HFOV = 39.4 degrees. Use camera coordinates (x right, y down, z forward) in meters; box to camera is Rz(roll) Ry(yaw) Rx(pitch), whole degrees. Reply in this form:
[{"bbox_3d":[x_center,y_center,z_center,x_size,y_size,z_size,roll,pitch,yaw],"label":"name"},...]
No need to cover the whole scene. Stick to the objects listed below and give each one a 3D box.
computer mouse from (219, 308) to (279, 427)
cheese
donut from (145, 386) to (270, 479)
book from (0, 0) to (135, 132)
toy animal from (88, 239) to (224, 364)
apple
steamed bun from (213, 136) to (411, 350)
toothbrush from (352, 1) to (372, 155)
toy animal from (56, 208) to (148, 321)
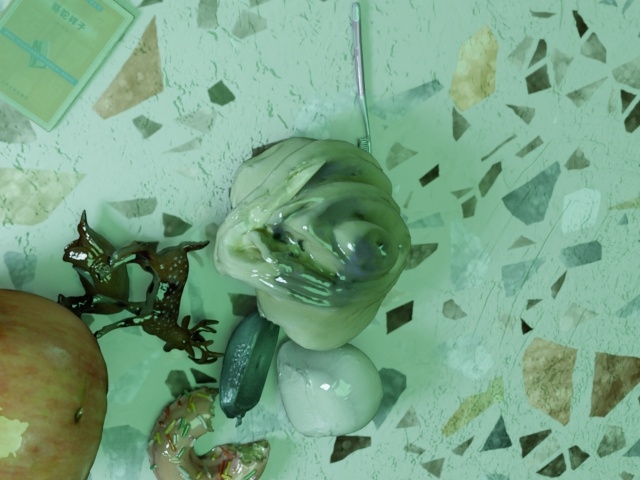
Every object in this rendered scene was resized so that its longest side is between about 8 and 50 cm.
[{"bbox_3d":[-0.140,0.224,1.630,0.113,0.068,0.228,18,89,-63],"label":"computer mouse"},{"bbox_3d":[0.023,0.274,1.656,0.154,0.189,0.198,-34,115,-41],"label":"cheese"},{"bbox_3d":[-0.215,0.399,1.652,0.199,0.085,0.233,-44,110,-3],"label":"donut"},{"bbox_3d":[-0.441,-0.320,1.451,0.170,0.018,0.241,36,90,-21],"label":"book"},{"bbox_3d":[-0.257,0.115,1.512,0.260,0.087,0.243,5,121,-35],"label":"toy animal"},{"bbox_3d":[-0.516,0.254,1.356,0.347,0.391,0.391,14,98,-19],"label":"apple"},{"bbox_3d":[0.000,0.000,1.529,0.339,0.247,0.352,29,84,-18],"label":"steamed bun"},{"bbox_3d":[0.072,-0.285,1.622,0.025,0.020,0.286,-7,105,-9],"label":"toothbrush"},{"bbox_3d":[-0.393,0.047,1.519,0.179,0.089,0.188,-28,107,-5],"label":"toy animal"}]
